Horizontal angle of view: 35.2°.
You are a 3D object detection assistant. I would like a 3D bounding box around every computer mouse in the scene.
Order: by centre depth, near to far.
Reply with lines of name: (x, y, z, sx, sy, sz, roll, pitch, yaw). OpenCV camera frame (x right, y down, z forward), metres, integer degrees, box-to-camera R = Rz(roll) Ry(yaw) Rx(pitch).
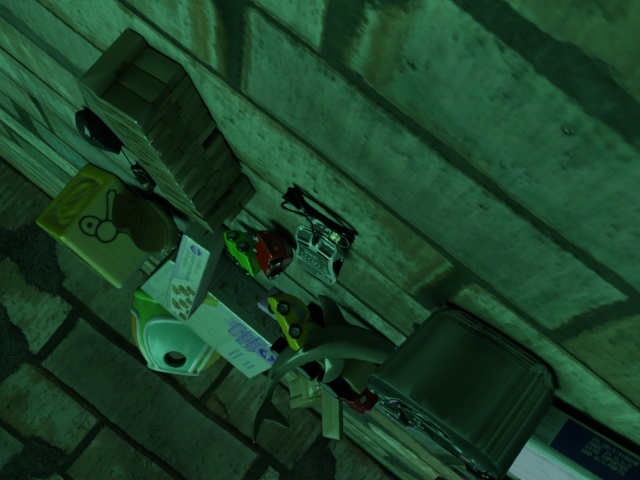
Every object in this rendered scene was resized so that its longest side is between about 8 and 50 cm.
computer mouse: (0.000, 0.000, 1.333, 0.106, 0.042, 0.193, 32, 161, 13)
computer mouse: (-0.382, -0.158, 1.882, 0.071, 0.041, 0.242, 27, 164, 42)

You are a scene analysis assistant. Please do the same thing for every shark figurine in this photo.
shark figurine: (-0.027, 0.203, 1.686, 0.166, 0.278, 0.116, 57, -170, 4)

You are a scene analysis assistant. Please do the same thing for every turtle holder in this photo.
turtle holder: (-0.304, 0.208, 2.455, 0.320, 0.227, 0.243, 10, 177, -30)

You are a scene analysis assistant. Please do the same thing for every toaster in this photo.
toaster: (0.179, 0.186, 1.213, 0.227, 0.146, 0.129, 33, 167, 31)

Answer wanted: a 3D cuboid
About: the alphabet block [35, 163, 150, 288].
alphabet block: (-0.502, -0.035, 2.332, 0.197, 0.192, 0.193, 48, 163, -32)

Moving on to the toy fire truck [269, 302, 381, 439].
toy fire truck: (0.036, 0.270, 1.884, 0.217, 0.158, 0.246, 26, 159, 46)

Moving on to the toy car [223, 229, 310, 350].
toy car: (-0.090, 0.039, 1.648, 0.225, 0.053, 0.239, 43, 154, 49)

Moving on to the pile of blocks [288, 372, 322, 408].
pile of blocks: (0.021, 0.270, 2.156, 0.362, 0.149, 0.112, 118, 144, -69)

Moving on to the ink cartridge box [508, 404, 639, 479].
ink cartridge box: (0.338, 0.306, 1.371, 0.324, 0.071, 0.330, 29, 167, 38)

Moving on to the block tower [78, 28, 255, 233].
block tower: (-0.186, -0.125, 1.306, 0.097, 0.091, 0.335, 32, 167, 26)

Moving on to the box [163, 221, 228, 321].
box: (-0.246, 0.059, 1.971, 0.063, 0.067, 0.324, 36, 150, 5)

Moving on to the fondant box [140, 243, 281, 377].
fondant box: (-0.214, 0.147, 2.217, 0.330, 0.096, 0.238, 40, 151, -8)

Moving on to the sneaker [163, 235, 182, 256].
sneaker: (-0.306, 0.044, 2.328, 0.077, 0.072, 0.178, 20, 165, 30)

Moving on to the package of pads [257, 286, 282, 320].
package of pads: (-0.081, 0.132, 2.017, 0.083, 0.050, 0.032, 32, 160, 33)

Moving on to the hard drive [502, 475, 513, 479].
hard drive: (0.381, 0.508, 2.072, 0.094, 0.022, 0.135, 29, 164, 40)

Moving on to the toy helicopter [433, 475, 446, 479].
toy helicopter: (0.384, 0.659, 2.357, 0.355, 0.140, 0.235, 32, 164, 42)

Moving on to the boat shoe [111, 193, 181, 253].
boat shoe: (-0.355, -0.042, 2.133, 0.089, 0.104, 0.285, 3, -164, -33)
